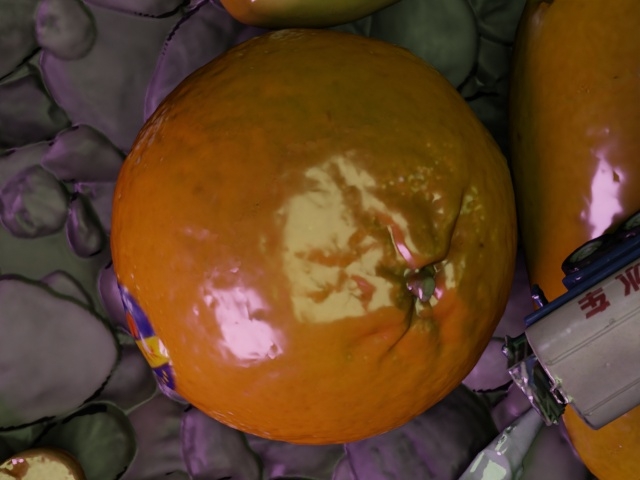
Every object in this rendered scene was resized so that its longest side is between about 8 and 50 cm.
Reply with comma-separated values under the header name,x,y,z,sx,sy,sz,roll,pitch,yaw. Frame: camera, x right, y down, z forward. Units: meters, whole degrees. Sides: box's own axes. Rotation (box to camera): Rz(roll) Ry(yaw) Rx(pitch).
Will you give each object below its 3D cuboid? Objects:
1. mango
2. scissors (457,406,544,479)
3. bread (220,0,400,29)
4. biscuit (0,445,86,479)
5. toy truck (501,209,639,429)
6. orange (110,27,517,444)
name,x,y,z,sx,sy,sz,roll,pitch,yaw
mango,0.219,-0.027,0.962,0.253,0.182,0.365,7,93,-5
scissors,0.020,0.242,1.034,0.383,0.029,0.256,-36,91,-6
bread,-0.015,-0.221,0.969,0.147,0.098,0.217,-17,93,-5
biscuit,-0.172,0.198,0.997,0.225,0.036,0.166,37,84,3
toy truck,0.178,0.016,0.849,0.201,0.088,0.074,-33,98,15
orange,-0.002,-0.002,0.943,0.219,0.193,0.219,3,81,-19
